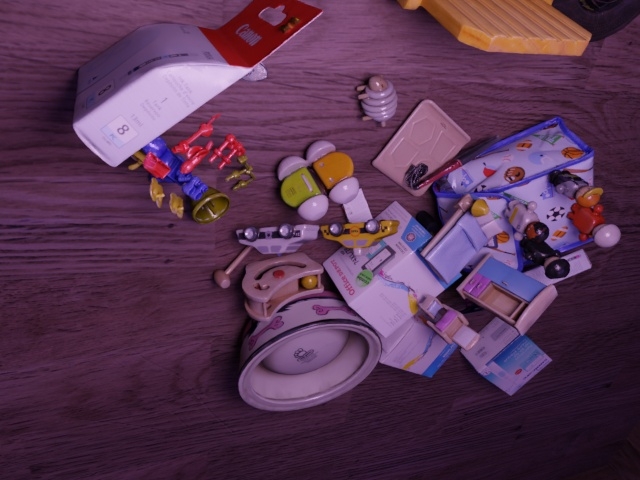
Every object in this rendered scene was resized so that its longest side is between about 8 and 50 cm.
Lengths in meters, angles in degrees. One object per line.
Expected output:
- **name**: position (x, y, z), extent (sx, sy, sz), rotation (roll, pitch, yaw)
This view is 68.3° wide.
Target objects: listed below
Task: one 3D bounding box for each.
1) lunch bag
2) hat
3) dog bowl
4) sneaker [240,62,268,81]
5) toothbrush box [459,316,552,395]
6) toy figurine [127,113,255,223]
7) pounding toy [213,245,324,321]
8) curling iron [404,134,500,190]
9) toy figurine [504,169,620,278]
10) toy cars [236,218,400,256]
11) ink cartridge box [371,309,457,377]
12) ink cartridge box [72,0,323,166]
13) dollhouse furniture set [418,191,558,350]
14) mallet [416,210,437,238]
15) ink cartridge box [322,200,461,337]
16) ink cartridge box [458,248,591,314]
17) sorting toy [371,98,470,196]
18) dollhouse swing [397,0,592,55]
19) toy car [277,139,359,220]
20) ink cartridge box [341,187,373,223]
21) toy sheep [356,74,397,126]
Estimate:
- **lunch bag**: position (0.526, -0.091, 1.299), extent (0.386, 0.238, 0.327), rotation (-20, 129, 9)
- **hat**: position (0.636, -0.627, 1.047), extent (0.332, 0.133, 0.331), rotation (-7, 140, -6)
- **dog bowl**: position (-0.042, 0.305, 1.325), extent (0.408, 0.150, 0.407), rotation (-12, 135, -12)
- **sneaker**: position (-0.165, -0.345, 0.936), extent (0.135, 0.058, 0.052), rotation (11, 116, -29)
- **toothbrush box**: position (0.699, 0.432, 1.777), extent (0.216, 0.126, 0.296), rotation (-45, 128, 9)
- **toy figurine**: position (-0.294, -0.180, 0.951), extent (0.191, 0.217, 0.362), rotation (-51, 171, -4)
- **pounding toy**: position (-0.124, 0.091, 1.181), extent (0.270, 0.154, 0.154), rotation (-12, 125, -16)
- **curling iron**: position (0.341, -0.204, 1.213), extent (0.274, 0.035, 0.068), rotation (-24, 131, -2)
- **toy figurine**: position (0.568, -0.036, 1.113), extent (0.213, 0.148, 0.209), rotation (-34, 125, 11)
- **toy cars**: position (0.000, 0.000, 1.140), extent (0.394, 0.176, 0.087), rotation (-3, 89, -16)
- **ink cartridge box**: position (0.277, 0.289, 1.471), extent (0.233, 0.171, 0.168), rotation (24, 109, -34)
- **ink cartridge box**: position (-0.220, -0.317, 0.773), extent (0.385, 0.308, 0.091), rotation (-36, 129, 2)
- **dollhouse furniture set**: position (0.364, 0.091, 1.111), extent (0.286, 0.198, 0.303), rotation (-47, 128, -5)
- **mallet**: position (0.329, -0.006, 1.368), extent (0.039, 0.062, 0.189), rotation (-33, 129, 1)
- **ink cartridge box**: position (0.189, 0.079, 1.279), extent (0.270, 0.198, 0.197), rotation (-41, 128, 5)
- **ink cartridge box**: position (0.582, 0.138, 1.448), extent (0.330, 0.071, 0.324), rotation (-18, 170, -12)
- **sorting toy**: position (0.256, -0.232, 1.210), extent (0.193, 0.038, 0.208), rotation (29, 111, -35)
- **dollhouse swing**: position (0.352, -0.541, 0.875), extent (0.347, 0.305, 0.315), rotation (-5, 123, -19)
- **toy car**: position (-0.005, -0.131, 1.111), extent (0.182, 0.159, 0.136), rotation (-29, 165, -4)
- **ink cartridge box**: position (0.092, -0.084, 1.237), extent (0.063, 0.029, 0.115), rotation (-27, 127, -3)
- **toy sheep**: position (0.132, -0.314, 1.070), extent (0.091, 0.091, 0.132), rotation (-27, 142, -5)
